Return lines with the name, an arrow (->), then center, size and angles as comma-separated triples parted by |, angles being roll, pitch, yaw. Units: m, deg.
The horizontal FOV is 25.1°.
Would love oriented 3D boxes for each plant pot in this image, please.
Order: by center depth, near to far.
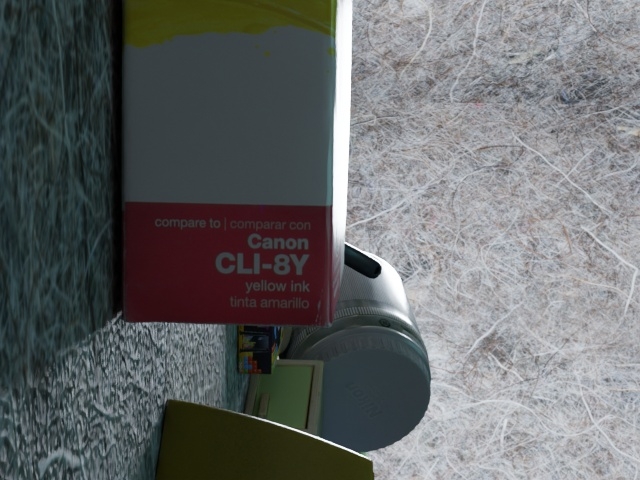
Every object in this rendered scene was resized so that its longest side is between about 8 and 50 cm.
plant pot -> -0.046, 0.286, 1.284 | 0.212, 0.187, 0.212 | 87, 5, -49

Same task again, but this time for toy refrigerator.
toy refrigerator -> -0.052, 0.265, 1.921 | 0.269, 0.102, 0.094 | -82, 173, -60

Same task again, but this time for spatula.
spatula -> 0.000, 0.000, 2.059 | 0.296, 0.030, 0.084 | 30, 85, -44

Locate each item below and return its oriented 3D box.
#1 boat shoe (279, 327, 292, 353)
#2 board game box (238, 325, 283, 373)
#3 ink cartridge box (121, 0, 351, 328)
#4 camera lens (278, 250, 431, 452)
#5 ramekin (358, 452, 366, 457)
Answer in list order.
boat shoe -> -0.066, 0.098, 2.114 | 0.043, 0.049, 0.137 | -81, 167, -82
board game box -> -0.076, 0.085, 1.894 | 0.170, 0.048, 0.141 | -75, 167, -77
ink cartridge box -> -0.057, -0.145, 1.130 | 0.279, 0.160, 0.384 | -68, 159, -81
camera lens -> 0.044, 0.161, 2.191 | 0.274, 0.219, 0.219 | -107, -167, -57
ramekin -> 0.005, 0.364, 2.547 | 0.303, 0.148, 0.303 | 1, 90, -87
